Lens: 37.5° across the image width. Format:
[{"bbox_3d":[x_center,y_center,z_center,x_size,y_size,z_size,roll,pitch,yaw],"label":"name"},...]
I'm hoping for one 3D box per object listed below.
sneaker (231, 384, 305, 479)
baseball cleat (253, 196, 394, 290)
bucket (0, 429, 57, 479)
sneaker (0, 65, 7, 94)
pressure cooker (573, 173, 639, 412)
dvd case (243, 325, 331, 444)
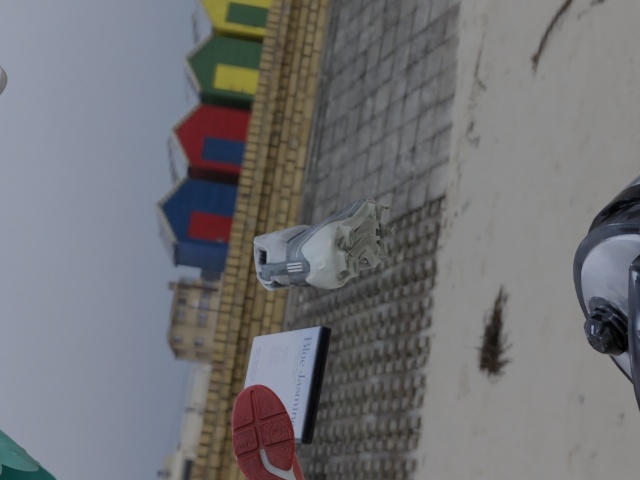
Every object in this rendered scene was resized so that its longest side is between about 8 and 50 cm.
[{"bbox_3d":[-0.065,0.308,1.284,0.128,0.087,0.221,105,151,-78],"label":"sneaker"},{"bbox_3d":[0.000,0.000,0.866,0.206,0.109,0.072,-20,-74,-73],"label":"baseball cleat"},{"bbox_3d":[-0.442,0.289,0.999,0.281,0.183,0.281,-42,-23,-22],"label":"bucket"},{"bbox_3d":[-0.609,-0.287,1.401,0.153,0.268,0.101,85,-155,-73],"label":"sneaker"},{"bbox_3d":[0.480,0.047,0.988,0.420,0.370,0.375,-38,-5,-17],"label":"pressure cooker"},{"bbox_3d":[-0.065,0.236,1.524,0.253,0.022,0.180,-18,58,59],"label":"dvd case"}]
